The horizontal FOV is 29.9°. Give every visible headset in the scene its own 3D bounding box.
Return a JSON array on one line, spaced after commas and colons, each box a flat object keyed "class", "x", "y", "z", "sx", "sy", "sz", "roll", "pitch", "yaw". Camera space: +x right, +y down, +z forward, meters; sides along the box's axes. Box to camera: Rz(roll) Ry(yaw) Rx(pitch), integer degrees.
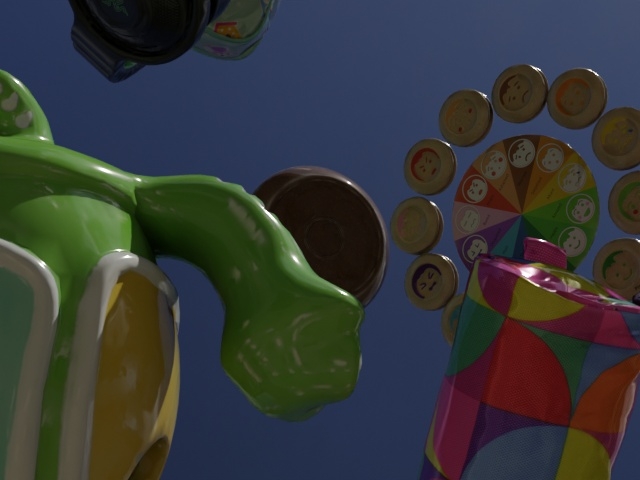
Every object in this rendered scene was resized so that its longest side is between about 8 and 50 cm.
[{"class": "headset", "x": -0.117, "y": -0.277, "z": 0.982, "sx": 0.185, "sy": 0.394, "sz": 0.243, "roll": 42, "pitch": -111, "yaw": -5}]

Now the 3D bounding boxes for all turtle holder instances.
[{"class": "turtle holder", "x": -0.164, "y": 0.076, "z": 0.608, "sx": 0.320, "sy": 0.243, "sz": 0.227, "roll": 1, "pitch": -126, "yaw": -30}]

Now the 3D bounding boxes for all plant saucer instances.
[{"class": "plant saucer", "x": 0.000, "y": 0.000, "z": 1.231, "sx": 0.168, "sy": 0.029, "sz": 0.168, "roll": 6, "pitch": -107, "yaw": -21}]

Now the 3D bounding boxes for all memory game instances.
[{"class": "memory game", "x": 0.120, "y": -0.017, "z": 0.716, "sx": 0.186, "sy": 0.012, "sz": 0.186, "roll": -6, "pitch": -101, "yaw": 37}]

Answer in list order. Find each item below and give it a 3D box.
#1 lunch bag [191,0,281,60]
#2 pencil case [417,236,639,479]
[{"class": "lunch bag", "x": -0.128, "y": -0.358, "z": 1.333, "sx": 0.224, "sy": 0.108, "sz": 0.279, "roll": 21, "pitch": -100, "yaw": -3}, {"class": "pencil case", "x": 0.092, "y": 0.120, "z": 0.591, "sx": 0.104, "sy": 0.104, "sz": 0.236, "roll": 17, "pitch": -84, "yaw": 4}]
